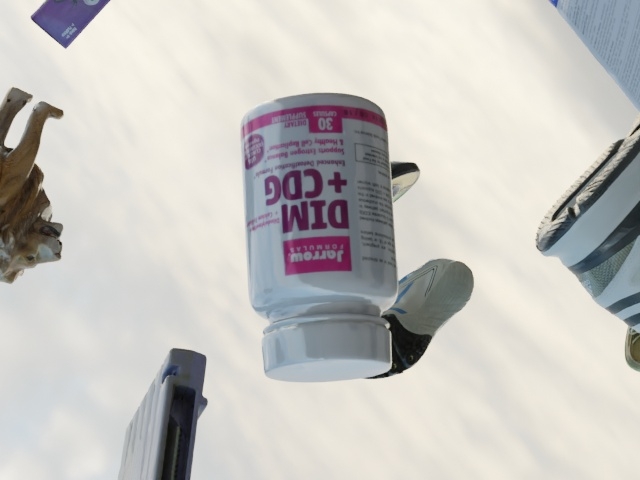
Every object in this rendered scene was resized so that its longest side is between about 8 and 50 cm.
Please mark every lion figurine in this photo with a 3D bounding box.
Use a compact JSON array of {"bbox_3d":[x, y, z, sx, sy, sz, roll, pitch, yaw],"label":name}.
[{"bbox_3d":[-0.450,-0.093,2.157,0.142,0.240,0.392,26,180,34],"label":"lion figurine"}]

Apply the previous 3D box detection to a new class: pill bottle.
[{"bbox_3d":[0.000,0.000,1.831,0.160,0.160,0.283,18,-116,-56],"label":"pill bottle"}]

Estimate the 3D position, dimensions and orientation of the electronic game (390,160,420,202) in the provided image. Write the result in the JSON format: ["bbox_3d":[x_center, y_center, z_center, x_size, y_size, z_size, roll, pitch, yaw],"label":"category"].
[{"bbox_3d":[0.039,-0.039,2.385,0.048,0.229,0.229,57,-159,9],"label":"electronic game"}]

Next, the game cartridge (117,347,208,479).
[{"bbox_3d":[-0.197,0.330,2.003,0.068,0.230,0.355,12,-126,-10],"label":"game cartridge"}]

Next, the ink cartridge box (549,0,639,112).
[{"bbox_3d":[0.301,-0.203,1.545,0.311,0.065,0.186,54,160,27],"label":"ink cartridge box"}]

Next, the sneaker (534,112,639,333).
[{"bbox_3d":[0.458,-0.069,1.818,0.257,0.447,0.169,45,175,-5],"label":"sneaker"}]

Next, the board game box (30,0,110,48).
[{"bbox_3d":[-0.113,-0.324,1.528,0.056,0.347,0.208,43,-167,-8],"label":"board game box"}]

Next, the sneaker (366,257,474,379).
[{"bbox_3d":[0.100,0.101,2.163,0.237,0.086,0.085,-38,-71,-38],"label":"sneaker"}]

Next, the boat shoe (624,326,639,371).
[{"bbox_3d":[0.406,0.085,2.090,0.056,0.153,0.048,23,167,21],"label":"boat shoe"}]
